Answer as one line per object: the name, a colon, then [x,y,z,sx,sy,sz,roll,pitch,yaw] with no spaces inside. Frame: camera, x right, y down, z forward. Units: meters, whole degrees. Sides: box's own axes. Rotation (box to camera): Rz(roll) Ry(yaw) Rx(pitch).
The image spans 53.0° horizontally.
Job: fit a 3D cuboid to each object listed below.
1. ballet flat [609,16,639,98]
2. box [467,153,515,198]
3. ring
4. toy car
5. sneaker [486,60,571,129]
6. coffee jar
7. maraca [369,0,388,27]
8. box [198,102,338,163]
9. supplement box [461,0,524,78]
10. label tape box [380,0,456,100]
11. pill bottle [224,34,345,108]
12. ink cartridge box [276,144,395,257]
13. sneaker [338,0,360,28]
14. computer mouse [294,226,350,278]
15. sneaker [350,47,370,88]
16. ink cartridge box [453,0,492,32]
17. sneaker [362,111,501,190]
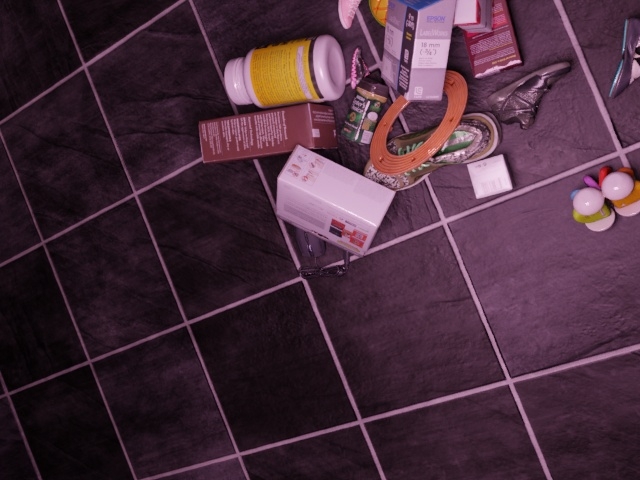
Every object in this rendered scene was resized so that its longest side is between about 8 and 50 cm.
ballet flat: [0.778,-0.454,1.603,0.074,0.074,0.203,13,100,21]
box: [0.471,-0.177,1.764,0.101,0.087,0.101,-15,91,24]
ring: [0.267,-0.316,1.749,0.032,0.336,0.336,34,117,-31]
toy car: [0.726,-0.120,1.646,0.182,0.159,0.136,-32,50,24]
sneaker: [0.568,-0.377,1.697,0.228,0.087,0.130,-28,88,27]
coffee jar: [0.131,-0.379,1.878,0.096,0.079,0.184,41,115,51]
maraca: [0.216,-0.648,1.805,0.127,0.099,0.185,-32,106,36]
box: [-0.160,-0.323,1.960,0.382,0.191,0.143,-2,97,23]
supplement box: [0.452,-0.568,1.724,0.130,0.073,0.239,-13,91,25]
label tape box: [0.253,-0.559,1.670,0.106,0.240,0.333,-3,119,-12]
pill bottle: [-0.108,-0.495,1.914,0.334,0.188,0.187,-2,97,23]
ink cartridge box: [0.032,-0.104,1.881,0.310,0.272,0.130,27,68,4]
sneaker: [0.093,-0.691,1.874,0.070,0.051,0.134,-1,93,29]
computer mouse: [0.000,0.000,2.009,0.184,0.060,0.261,2,98,24]
sneaker: [0.120,-0.509,1.900,0.057,0.047,0.119,3,100,1]
ink cartridge box: [0.387,-0.594,1.627,0.063,0.150,0.109,3,99,28]
sneaker: [0.287,-0.247,1.782,0.410,0.182,0.158,-22,89,25]
